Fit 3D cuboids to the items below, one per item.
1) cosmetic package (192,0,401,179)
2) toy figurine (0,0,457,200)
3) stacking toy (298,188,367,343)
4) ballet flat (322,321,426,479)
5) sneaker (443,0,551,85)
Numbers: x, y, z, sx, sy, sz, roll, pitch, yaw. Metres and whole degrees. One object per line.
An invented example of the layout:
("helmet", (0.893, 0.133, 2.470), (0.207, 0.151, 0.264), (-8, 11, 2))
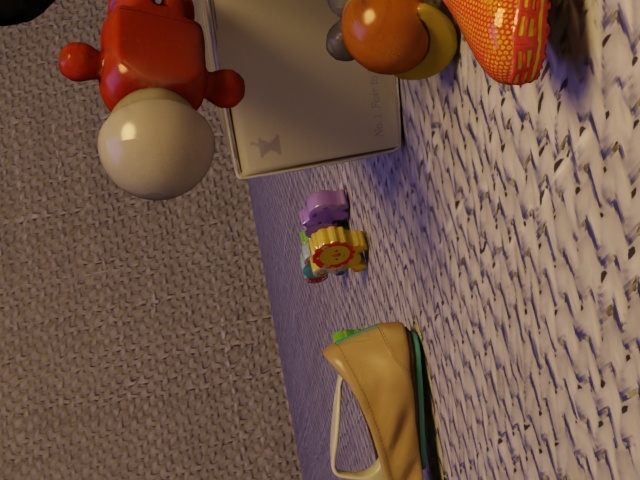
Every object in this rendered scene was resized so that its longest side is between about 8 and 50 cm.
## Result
("cosmetic package", (-0.034, -0.177, 0.835), (0.309, 0.113, 0.160), (-113, 15, -63))
("toy figurine", (-0.057, -0.141, 0.559), (0.213, 0.209, 0.148), (57, -162, -45))
("stacking toy", (0.000, 0.000, 1.078), (0.221, 0.052, 0.167), (88, 170, -55))
("ballet flat", (0.046, 0.173, 0.819), (0.080, 0.073, 0.232), (-152, 52, -83))
("sneaker", (0.042, -0.125, 0.433), (0.064, 0.067, 0.175), (93, 165, -57))
